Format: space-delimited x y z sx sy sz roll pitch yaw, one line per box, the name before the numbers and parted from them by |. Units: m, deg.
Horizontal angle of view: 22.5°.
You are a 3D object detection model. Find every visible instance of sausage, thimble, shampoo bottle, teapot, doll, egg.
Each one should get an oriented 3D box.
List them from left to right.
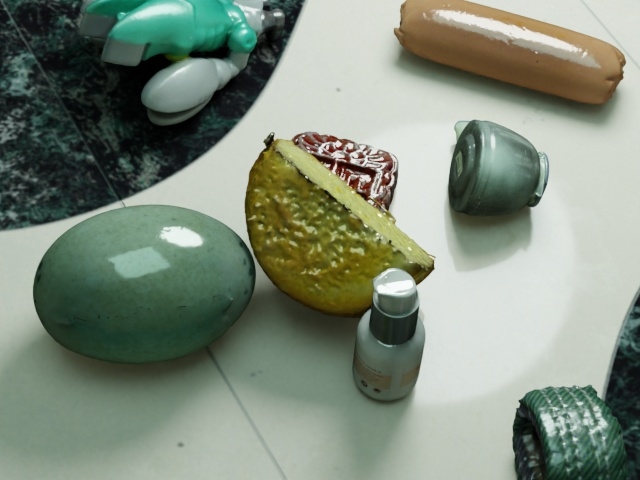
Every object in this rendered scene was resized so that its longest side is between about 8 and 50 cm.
egg | -0.186 0.046 1.704 0.236 0.169 0.169 -7 56 -6
doll | -0.165 -0.232 1.931 0.258 0.153 0.195 7 35 -18
shampoo bottle | 0.074 0.095 1.672 0.074 0.192 0.074 2 54 -3
teapot | 0.206 -0.079 1.873 0.108 0.149 0.111 12 93 -13
sausage | 0.232 -0.237 1.976 0.289 0.086 0.086 18 56 7
thimble | 0.252 0.221 1.641 0.090 0.118 0.135 -2 40 -10

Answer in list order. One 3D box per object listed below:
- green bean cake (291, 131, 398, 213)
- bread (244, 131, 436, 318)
green bean cake | 0.015 -0.058 1.857 0.135 0.056 0.135 14 56 8
bread | 0.000 0.000 1.732 0.229 0.143 0.139 40 94 4
